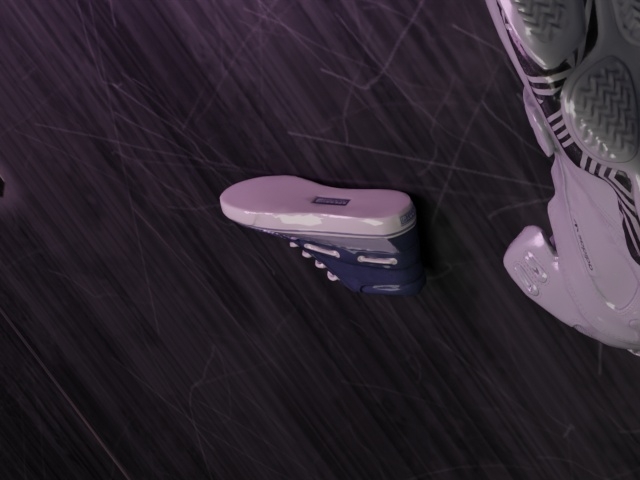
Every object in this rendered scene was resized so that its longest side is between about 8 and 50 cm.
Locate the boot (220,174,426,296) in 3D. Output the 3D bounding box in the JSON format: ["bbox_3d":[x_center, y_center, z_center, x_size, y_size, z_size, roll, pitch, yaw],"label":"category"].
[{"bbox_3d":[0.000,0.000,1.330,0.190,0.069,0.086,10,126,34],"label":"boot"}]

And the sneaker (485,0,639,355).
[{"bbox_3d":[0.181,-0.060,1.031,0.366,0.137,0.210,54,155,-8],"label":"sneaker"}]
